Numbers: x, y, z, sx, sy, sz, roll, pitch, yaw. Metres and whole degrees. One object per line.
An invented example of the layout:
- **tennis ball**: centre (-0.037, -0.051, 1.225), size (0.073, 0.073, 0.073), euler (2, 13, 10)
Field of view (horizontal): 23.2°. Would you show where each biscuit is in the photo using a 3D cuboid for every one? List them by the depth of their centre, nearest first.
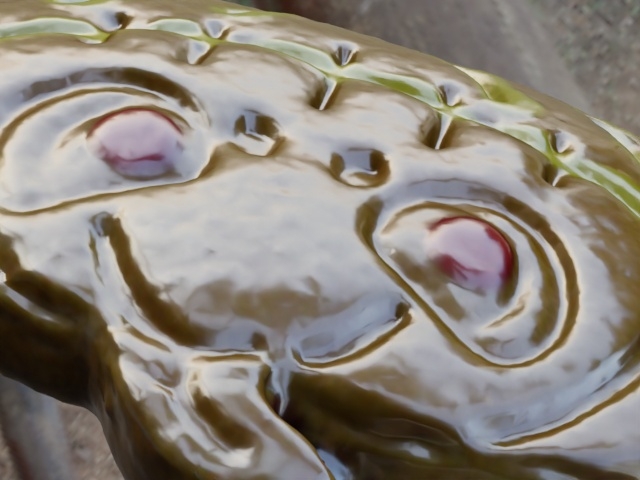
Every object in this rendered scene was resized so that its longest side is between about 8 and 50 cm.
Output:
- **biscuit**: centre (0.002, -0.007, 0.639), size (0.394, 0.070, 0.350), euler (14, 31, 0)
